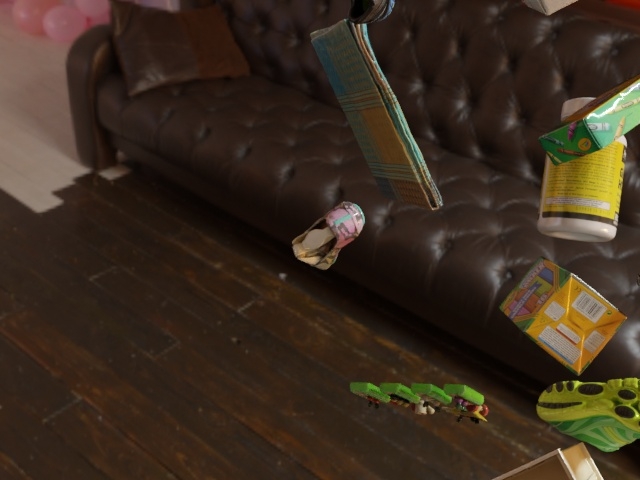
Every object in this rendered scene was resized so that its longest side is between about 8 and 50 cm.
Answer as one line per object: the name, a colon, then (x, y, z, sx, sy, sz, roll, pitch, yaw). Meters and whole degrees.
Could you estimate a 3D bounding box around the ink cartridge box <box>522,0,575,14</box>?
ink cartridge box: (0.450, -0.512, 1.332, 0.226, 0.131, 0.306, -26, 16, 17)

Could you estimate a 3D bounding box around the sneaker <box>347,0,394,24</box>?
sneaker: (0.067, -0.389, 1.078, 0.078, 0.188, 0.067, -31, 54, -24)

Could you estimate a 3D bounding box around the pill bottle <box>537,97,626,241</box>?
pill bottle: (0.654, -0.173, 1.885, 0.188, 0.333, 0.188, 9, -4, 1)

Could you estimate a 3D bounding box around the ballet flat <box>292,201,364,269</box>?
ballet flat: (0.000, 0.000, 1.250, 0.079, 0.221, 0.076, -21, 79, -24)

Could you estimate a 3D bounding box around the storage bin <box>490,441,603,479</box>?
storage bin: (0.421, 0.551, 1.416, 0.123, 0.262, 0.260, 4, 55, -52)

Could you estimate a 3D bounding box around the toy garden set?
toy garden set: (0.213, 0.338, 1.553, 0.244, 0.204, 0.049, -5, 66, 31)

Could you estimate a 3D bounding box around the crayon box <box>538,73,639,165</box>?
crayon box: (0.647, -0.281, 1.697, 0.278, 0.081, 0.165, -33, 4, -20)

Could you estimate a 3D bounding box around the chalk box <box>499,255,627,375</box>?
chalk box: (0.572, 0.168, 1.852, 0.180, 0.179, 0.289, 37, 6, -6)

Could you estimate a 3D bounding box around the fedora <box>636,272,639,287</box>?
fedora: (0.859, 0.106, 1.714, 0.244, 0.124, 0.275, 17, 16, -20)

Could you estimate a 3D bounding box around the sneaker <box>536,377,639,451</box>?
sneaker: (0.551, 0.324, 1.401, 0.296, 0.123, 0.109, -4, 46, 48)

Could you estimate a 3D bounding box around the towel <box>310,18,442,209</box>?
towel: (0.100, -0.236, 1.429, 0.040, 0.370, 0.271, -29, 16, -9)
